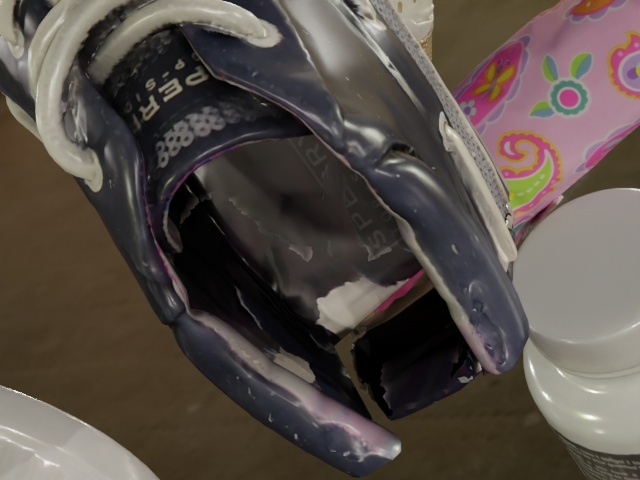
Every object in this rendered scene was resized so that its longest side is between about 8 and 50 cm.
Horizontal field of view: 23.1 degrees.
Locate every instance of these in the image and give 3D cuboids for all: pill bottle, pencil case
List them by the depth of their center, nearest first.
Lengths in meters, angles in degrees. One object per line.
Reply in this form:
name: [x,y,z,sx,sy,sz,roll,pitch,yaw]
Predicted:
pencil case: [0.178,-0.105,1.100,0.284,0.124,0.124,-43,9,26]
pill bottle: [0.256,0.108,1.153,0.176,0.318,0.176,-18,46,20]

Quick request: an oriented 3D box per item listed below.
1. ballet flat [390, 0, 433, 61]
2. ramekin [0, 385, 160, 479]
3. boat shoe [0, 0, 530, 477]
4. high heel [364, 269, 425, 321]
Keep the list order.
ballet flat: [0.048,-0.214,1.221,0.067,0.206,0.073,-16,16,46]
ramekin: [-0.179,0.159,0.749,0.207,0.207,0.109,-11,48,33]
boat shoe: [-0.054,-0.081,0.464,0.127,0.340,0.158,-42,13,11]
high heel: [0.000,0.000,1.035,0.117,0.244,0.082,-50,2,-21]
